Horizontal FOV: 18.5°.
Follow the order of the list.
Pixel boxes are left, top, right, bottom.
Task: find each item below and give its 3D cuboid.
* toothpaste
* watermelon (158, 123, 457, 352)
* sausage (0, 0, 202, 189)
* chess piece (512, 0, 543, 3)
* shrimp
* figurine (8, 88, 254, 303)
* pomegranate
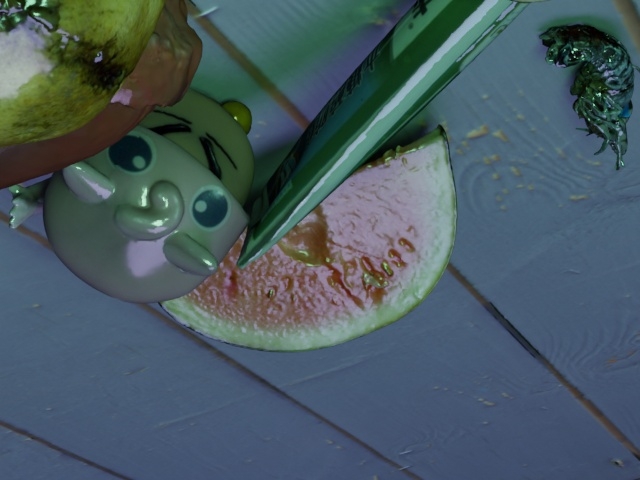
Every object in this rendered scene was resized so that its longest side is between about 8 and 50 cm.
[{"bbox_3d":[0.060,-0.124,1.446,0.061,0.099,0.392,37,119,-15],"label":"toothpaste"},{"bbox_3d":[0.005,-0.010,1.734,0.303,0.128,0.159,-23,122,19],"label":"watermelon"},{"bbox_3d":[-0.219,-0.110,1.316,0.279,0.152,0.152,-17,157,10],"label":"sausage"},{"bbox_3d":[0.159,-0.289,1.130,0.117,0.117,0.397,-8,156,-11],"label":"chess piece"},{"bbox_3d":[0.236,-0.121,1.618,0.076,0.082,0.174,-13,151,15],"label":"shrimp"},{"bbox_3d":[-0.139,-0.046,1.558,0.176,0.186,0.287,29,176,-1],"label":"figurine"},{"bbox_3d":[-0.210,-0.164,1.087,0.260,0.260,0.260,-10,158,-4],"label":"pomegranate"}]
